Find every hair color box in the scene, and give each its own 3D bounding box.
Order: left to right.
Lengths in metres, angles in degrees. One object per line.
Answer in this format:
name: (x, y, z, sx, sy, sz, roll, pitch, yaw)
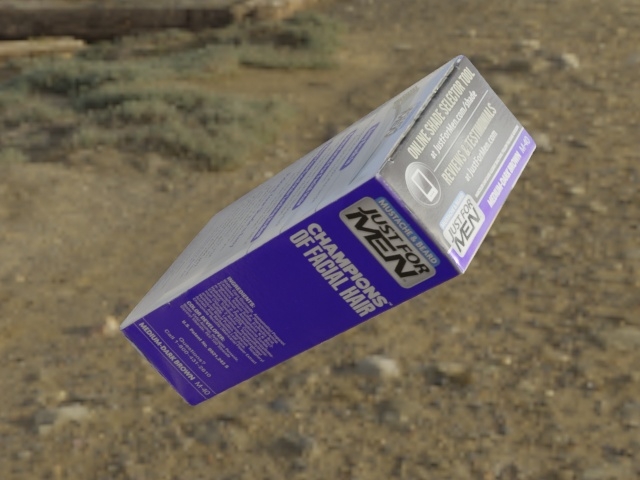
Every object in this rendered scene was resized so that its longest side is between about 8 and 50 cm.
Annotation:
hair color box: (0.000, 0.000, 1.070, 0.339, 0.110, 0.185, -32, 16, 43)
